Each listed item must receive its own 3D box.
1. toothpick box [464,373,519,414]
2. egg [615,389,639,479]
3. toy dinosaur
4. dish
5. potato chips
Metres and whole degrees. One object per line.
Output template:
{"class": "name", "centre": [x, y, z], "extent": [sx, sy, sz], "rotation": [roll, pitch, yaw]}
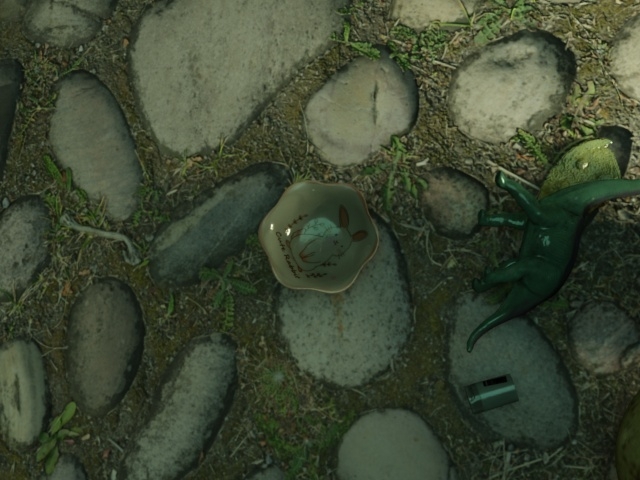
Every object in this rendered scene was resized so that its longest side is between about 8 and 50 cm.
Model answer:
{"class": "toothpick box", "centre": [0.300, 0.270, 1.402], "extent": [0.083, 0.052, 0.052], "rotation": [-18, 75, 5]}
{"class": "egg", "centre": [0.656, 0.325, 1.167], "extent": [0.427, 0.345, 0.345], "rotation": [-7, 76, 4]}
{"class": "toy dinosaur", "centre": [0.446, 0.029, 1.408], "extent": [0.330, 0.129, 0.384], "rotation": [8, 92, 0]}
{"class": "dish", "centre": [0.000, 0.000, 1.510], "extent": [0.229, 0.081, 0.230], "rotation": [-2, 75, 8]}
{"class": "potato chips", "centre": [0.481, -0.099, 1.465], "extent": [0.142, 0.026, 0.209], "rotation": [14, 79, 17]}
